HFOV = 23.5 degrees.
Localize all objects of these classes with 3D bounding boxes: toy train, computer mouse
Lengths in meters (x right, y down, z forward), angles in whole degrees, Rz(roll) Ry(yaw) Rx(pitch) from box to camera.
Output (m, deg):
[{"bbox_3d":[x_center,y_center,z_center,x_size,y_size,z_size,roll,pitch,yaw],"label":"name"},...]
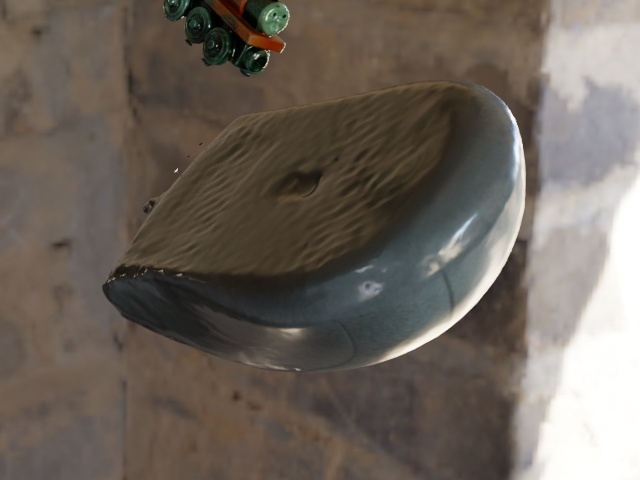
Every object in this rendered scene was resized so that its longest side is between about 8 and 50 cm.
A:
[{"bbox_3d":[-0.057,-0.147,0.961,0.044,0.064,0.103,11,29,-47],"label":"toy train"},{"bbox_3d":[0.000,0.000,0.979,0.371,0.122,0.188,3,49,53],"label":"computer mouse"}]
